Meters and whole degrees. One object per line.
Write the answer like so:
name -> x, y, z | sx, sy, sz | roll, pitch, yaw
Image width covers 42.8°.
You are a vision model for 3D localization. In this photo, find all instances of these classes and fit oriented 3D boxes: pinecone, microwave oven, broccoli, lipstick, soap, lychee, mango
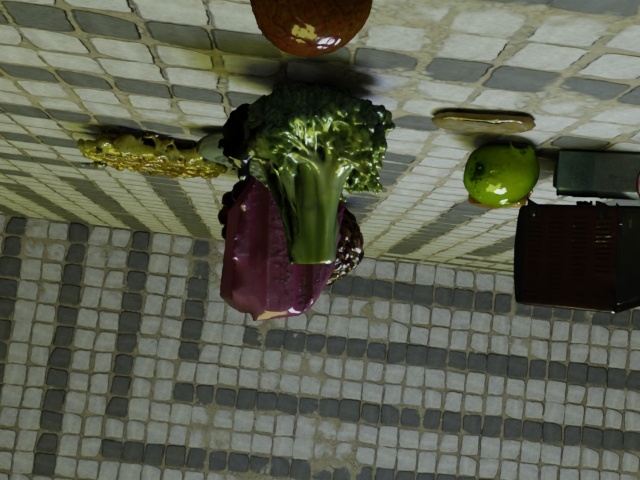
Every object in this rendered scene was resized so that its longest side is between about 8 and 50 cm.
pinecone -> -0.118, -0.062, 1.757 | 0.208, 0.207, 0.208 | 6, 174, 1
microwave oven -> 0.446, 0.019, 1.368 | 0.188, 0.178, 0.247 | 7, -175, 39
broccoli -> -0.024, -0.089, 1.103 | 0.247, 0.243, 0.263 | -5, -175, -27
pinecone -> 0.000, 0.000, 2.027 | 0.224, 0.224, 0.272 | 6, -167, 9
lipstick -> 0.533, -0.096, 1.269 | 0.317, 0.066, 0.068 | 5, 174, 16
soap -> -0.074, 0.000, 1.592 | 0.220, 0.324, 0.127 | 6, 170, -14
lychee -> -0.009, -0.207, 0.675 | 0.114, 0.101, 0.140 | 19, 176, -20
mango -> 0.296, -0.103, 1.317 | 0.119, 0.100, 0.178 | 1, 179, 27

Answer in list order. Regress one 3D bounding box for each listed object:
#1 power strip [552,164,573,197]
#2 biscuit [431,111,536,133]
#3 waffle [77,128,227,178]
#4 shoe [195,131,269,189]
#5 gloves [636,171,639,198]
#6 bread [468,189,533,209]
power strip -> 0.466, -0.099, 1.420 | 0.075, 0.042, 0.175 | 2, 174, 36
biscuit -> 0.231, -0.168, 1.161 | 0.147, 0.018, 0.071 | 4, 176, 13
waffle -> -0.327, -0.163, 1.600 | 0.262, 0.060, 0.280 | 1, 173, 21
shoe -> -0.083, -0.135, 1.433 | 0.275, 0.098, 0.103 | 7, 170, 4
gloves -> 0.557, -0.089, 1.105 | 0.145, 0.126, 0.241 | 12, 178, -25
bread -> 0.344, -0.091, 1.573 | 0.074, 0.053, 0.132 | 13, 172, -20
